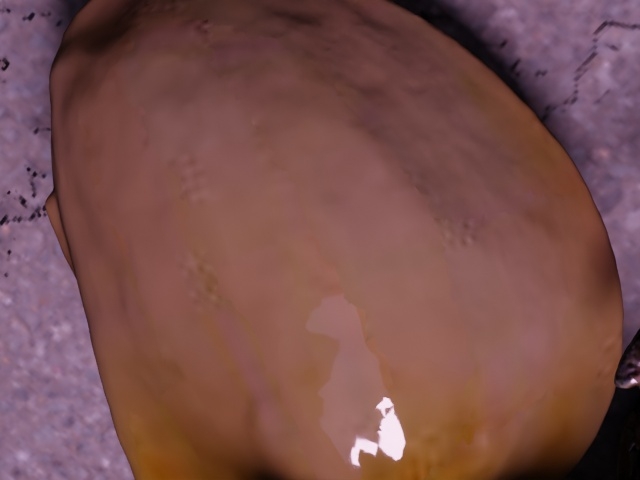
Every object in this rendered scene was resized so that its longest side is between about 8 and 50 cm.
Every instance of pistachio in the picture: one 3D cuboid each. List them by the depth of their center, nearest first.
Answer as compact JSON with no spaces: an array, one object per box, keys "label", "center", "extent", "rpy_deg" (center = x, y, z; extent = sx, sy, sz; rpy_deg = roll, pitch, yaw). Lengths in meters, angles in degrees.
[{"label":"pistachio","center":[0.000,0.000,0.551],"extent":[0.213,0.163,0.260],"rpy_deg":[-23,93,0]}]

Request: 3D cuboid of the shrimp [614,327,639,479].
[{"label":"shrimp","center":[0.146,0.055,0.549],"extent":[0.035,0.148,0.195],"rpy_deg":[33,119,20]}]
